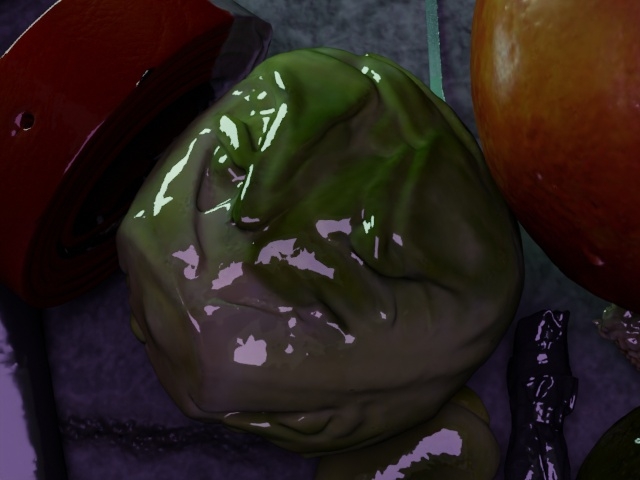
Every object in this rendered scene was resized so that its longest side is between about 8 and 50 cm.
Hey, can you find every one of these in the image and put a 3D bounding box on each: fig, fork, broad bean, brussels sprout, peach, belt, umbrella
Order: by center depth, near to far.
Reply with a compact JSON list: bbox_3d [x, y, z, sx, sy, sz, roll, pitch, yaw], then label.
[{"bbox_3d":[0.294,-0.124,1.305,0.388,0.388,0.388,-2,75,6],"label":"peach"},{"bbox_3d":[0.000,0.000,1.357,0.328,0.247,0.328,0,46,0],"label":"brussels sprout"},{"bbox_3d":[0.251,0.205,1.364,0.156,0.123,0.123,-46,70,38],"label":"fig"},{"bbox_3d":[0.173,0.171,1.377,0.059,0.066,0.236,1,68,10],"label":"umbrella"},{"bbox_3d":[0.067,0.190,1.390,0.174,0.082,0.124,-39,78,-6],"label":"broad bean"},{"bbox_3d":[-0.169,-0.098,1.411,0.115,0.227,0.324,35,68,16],"label":"belt"},{"bbox_3d":[0.097,-0.160,1.509,0.039,0.021,0.235,-4,75,2],"label":"fork"}]

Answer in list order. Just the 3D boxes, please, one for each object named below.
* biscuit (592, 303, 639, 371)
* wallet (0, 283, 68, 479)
[{"bbox_3d":[0.305,0.093,1.398,0.168,0.070,0.082,41,92,12],"label":"biscuit"},{"bbox_3d":[-0.326,0.189,1.443,0.228,0.062,0.406,-13,74,3],"label":"wallet"}]
